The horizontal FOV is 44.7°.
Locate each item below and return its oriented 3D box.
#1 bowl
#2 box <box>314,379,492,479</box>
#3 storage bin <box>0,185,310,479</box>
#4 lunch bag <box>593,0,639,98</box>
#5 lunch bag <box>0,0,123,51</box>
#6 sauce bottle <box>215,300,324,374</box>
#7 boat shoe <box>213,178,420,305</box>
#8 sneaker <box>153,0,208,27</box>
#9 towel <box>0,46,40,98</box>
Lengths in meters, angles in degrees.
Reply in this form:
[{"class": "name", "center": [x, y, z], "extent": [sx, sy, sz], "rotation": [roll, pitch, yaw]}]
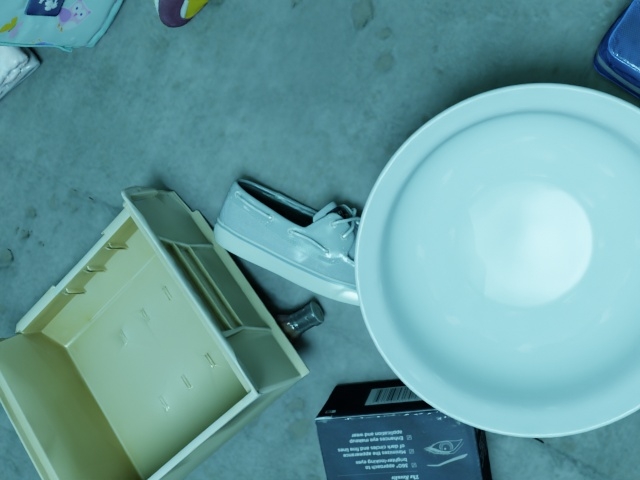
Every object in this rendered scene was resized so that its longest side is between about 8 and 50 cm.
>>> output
[{"class": "bowl", "center": [0.186, 0.012, 0.697], "extent": [0.297, 0.134, 0.298], "rotation": [2, 100, 12]}, {"class": "box", "center": [0.091, 0.230, 0.795], "extent": [0.155, 0.093, 0.159], "rotation": [-8, 99, 16]}, {"class": "storage bin", "center": [-0.193, 0.120, 0.810], "extent": [0.262, 0.123, 0.260], "rotation": [-43, 72, 19]}, {"class": "lunch bag", "center": [0.293, -0.159, 0.672], "extent": [0.098, 0.065, 0.067], "rotation": [36, 93, 7]}, {"class": "lunch bag", "center": [-0.283, -0.309, 0.715], "extent": [0.160, 0.223, 0.263], "rotation": [6, 104, 21]}, {"class": "sauce bottle", "center": [-0.054, 0.106, 0.836], "extent": [0.128, 0.042, 0.042], "rotation": [-29, 93, 19]}, {"class": "boat shoe", "center": [0.000, 0.000, 0.779], "extent": [0.227, 0.079, 0.081], "rotation": [21, 111, 13]}, {"class": "sneaker", "center": [-0.090, -0.267, 0.744], "extent": [0.084, 0.069, 0.185], "rotation": [42, 121, 6]}, {"class": "towel", "center": [-0.518, -0.228, 0.888], "extent": [0.331, 0.053, 0.317], "rotation": [-36, 91, 20]}]
